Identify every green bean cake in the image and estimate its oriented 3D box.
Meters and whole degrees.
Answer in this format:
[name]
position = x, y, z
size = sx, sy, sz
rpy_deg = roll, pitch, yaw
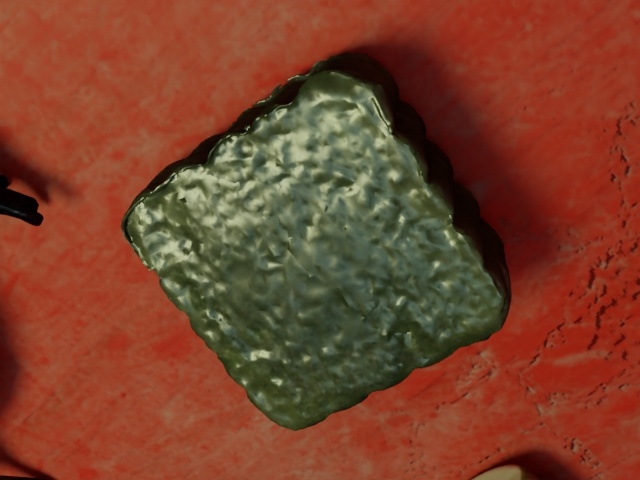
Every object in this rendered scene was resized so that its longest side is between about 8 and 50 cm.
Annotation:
[green bean cake]
position = 0.000, 0.000, 0.576
size = 0.183, 0.094, 0.185
rpy_deg = -30, 110, 21

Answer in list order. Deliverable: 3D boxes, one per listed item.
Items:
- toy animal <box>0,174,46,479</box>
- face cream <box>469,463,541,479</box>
[toy animal]
position = -0.283, 0.082, 0.633
size = 0.195, 0.090, 0.324
rpy_deg = -5, 121, -20
[face cream]
position = 0.202, 0.291, 0.720
size = 0.285, 0.067, 0.139
rpy_deg = 39, 118, -14
